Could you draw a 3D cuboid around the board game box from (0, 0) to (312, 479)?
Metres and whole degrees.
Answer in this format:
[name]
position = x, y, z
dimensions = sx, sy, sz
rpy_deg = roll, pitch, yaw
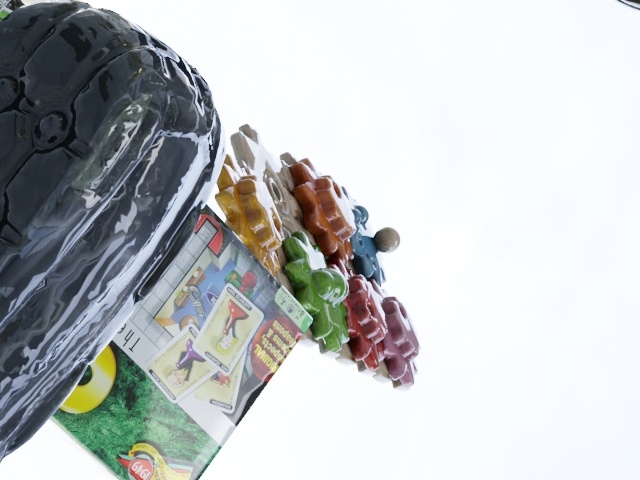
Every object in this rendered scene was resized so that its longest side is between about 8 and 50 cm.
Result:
[board game box]
position = -0.119, 0.009, 0.905
dimensions = 0.030, 0.260, 0.136
rpy_deg = 12, -120, 53

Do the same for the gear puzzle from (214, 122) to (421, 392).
[gear puzzle]
position = 0.000, 0.000, 1.313
dimensions = 0.044, 0.339, 0.175
rpy_deg = -23, -110, 14

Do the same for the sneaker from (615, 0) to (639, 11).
[sneaker]
position = 0.196, -0.232, 1.321
dimensions = 0.067, 0.188, 0.078
rpy_deg = -41, 178, 7

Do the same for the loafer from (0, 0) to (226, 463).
[loafer]
position = -0.104, 0.041, 0.471
dimensions = 0.223, 0.078, 0.076
rpy_deg = -49, -122, 1
